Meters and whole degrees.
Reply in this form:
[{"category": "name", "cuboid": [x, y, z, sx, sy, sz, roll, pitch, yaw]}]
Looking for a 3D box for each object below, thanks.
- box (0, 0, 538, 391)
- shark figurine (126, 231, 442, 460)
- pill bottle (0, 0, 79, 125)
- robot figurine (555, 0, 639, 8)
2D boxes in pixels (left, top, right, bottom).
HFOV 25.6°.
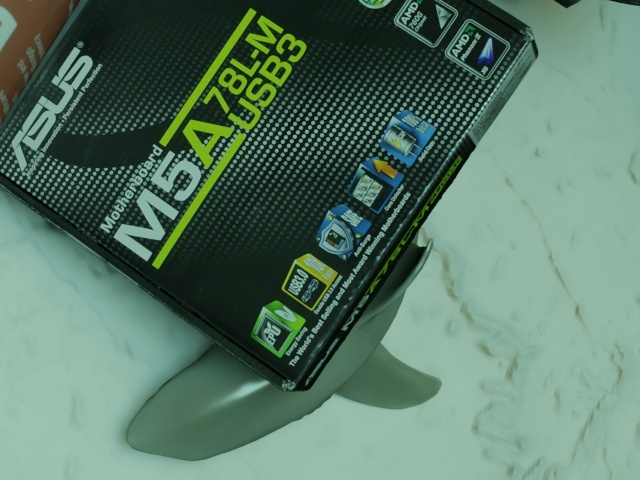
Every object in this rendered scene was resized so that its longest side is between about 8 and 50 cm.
[{"category": "box", "cuboid": [-0.030, -0.059, 0.636, 0.184, 0.045, 0.190, 35, 92, 12]}, {"category": "shark figurine", "cuboid": [0.020, -0.018, 0.689, 0.166, 0.116, 0.278, 16, 78, -20]}, {"category": "pill bottle", "cuboid": [-0.192, -0.079, 0.610, 0.121, 0.121, 0.216, 32, 72, -14]}, {"category": "robot figurine", "cuboid": [0.081, -0.229, 0.653, 0.291, 0.085, 0.211, 25, 75, -16]}]
